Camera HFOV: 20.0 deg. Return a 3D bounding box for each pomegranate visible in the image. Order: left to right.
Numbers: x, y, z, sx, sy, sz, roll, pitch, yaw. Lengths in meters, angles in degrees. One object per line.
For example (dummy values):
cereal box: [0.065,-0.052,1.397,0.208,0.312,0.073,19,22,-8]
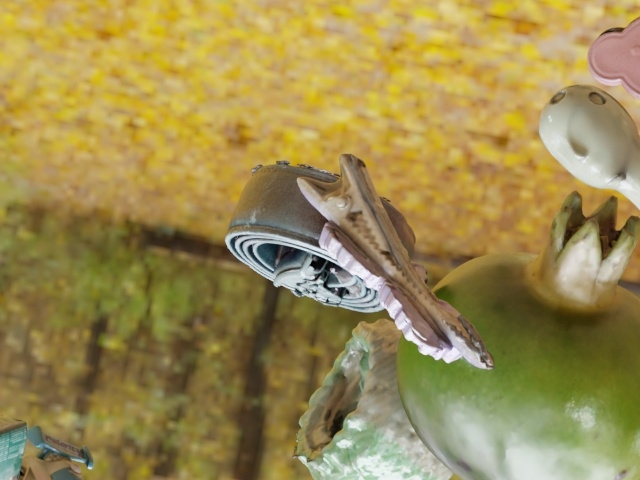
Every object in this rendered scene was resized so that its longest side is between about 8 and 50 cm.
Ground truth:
pomegranate: [0.231,0.128,1.925,0.310,0.358,0.216,27,-149,19]

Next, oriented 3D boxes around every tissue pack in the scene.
tissue pack: [-0.378,0.233,1.938,0.079,0.085,0.111,15,-169,20]

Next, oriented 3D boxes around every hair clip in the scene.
hair clip: [0.076,0.030,1.740,0.106,0.084,0.292,22,-155,-53]
hair clip: [0.341,-0.195,1.736,0.123,0.138,0.102,41,-145,20]

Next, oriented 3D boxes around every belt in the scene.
belt: [0.000,0.000,2.031,0.206,0.116,0.267,22,166,2]

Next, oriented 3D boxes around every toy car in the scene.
toy car: [-0.309,0.304,2.144,0.126,0.098,0.161,30,-170,-41]

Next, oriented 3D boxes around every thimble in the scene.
thimble: [0.078,0.209,2.158,0.150,0.219,0.219,30,171,-18]

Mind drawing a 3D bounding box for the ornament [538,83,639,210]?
ornament: [0.248,-0.068,1.520,0.156,0.075,0.081,47,-140,20]
